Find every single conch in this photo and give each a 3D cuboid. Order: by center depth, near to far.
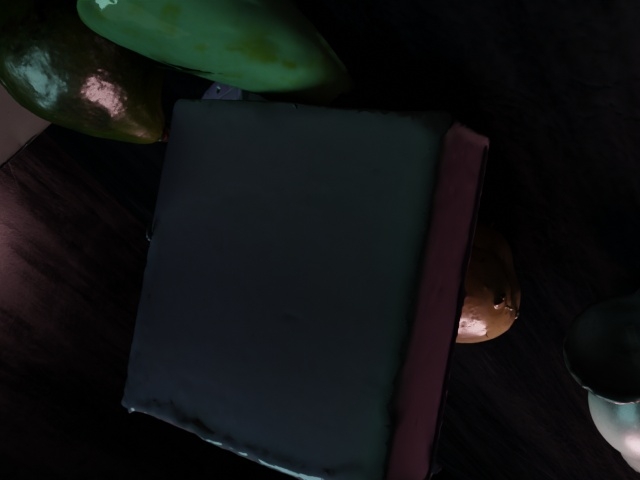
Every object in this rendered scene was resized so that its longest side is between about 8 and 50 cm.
[{"bbox_3d":[-0.098,-0.198,0.575,0.251,0.137,0.144,26,148,-33],"label":"conch"}]

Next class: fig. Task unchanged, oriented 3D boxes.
[{"bbox_3d":[-0.263,-0.197,0.807,0.244,0.195,0.195,56,161,-24],"label":"fig"}]

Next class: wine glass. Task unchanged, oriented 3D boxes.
[{"bbox_3d":[0.289,0.137,0.614,0.103,0.103,0.222,27,163,43],"label":"wine glass"}]

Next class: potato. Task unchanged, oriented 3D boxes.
[{"bbox_3d":[0.109,0.034,0.686,0.162,0.127,0.235,16,172,0],"label":"potato"}]

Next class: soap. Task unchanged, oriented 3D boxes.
[{"bbox_3d":[-0.023,0.035,0.581,0.286,0.296,0.107,12,-177,35],"label":"soap"}]

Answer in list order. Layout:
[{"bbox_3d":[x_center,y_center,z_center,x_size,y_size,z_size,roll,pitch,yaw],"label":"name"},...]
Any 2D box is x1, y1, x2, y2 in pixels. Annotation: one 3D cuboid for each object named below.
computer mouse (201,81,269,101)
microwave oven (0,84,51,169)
[{"bbox_3d":[-0.087,-0.031,0.763,0.072,0.310,0.158,4,170,-33],"label":"computer mouse"},{"bbox_3d":[-0.542,-0.297,1.018,0.355,0.286,0.218,30,163,38],"label":"microwave oven"}]
